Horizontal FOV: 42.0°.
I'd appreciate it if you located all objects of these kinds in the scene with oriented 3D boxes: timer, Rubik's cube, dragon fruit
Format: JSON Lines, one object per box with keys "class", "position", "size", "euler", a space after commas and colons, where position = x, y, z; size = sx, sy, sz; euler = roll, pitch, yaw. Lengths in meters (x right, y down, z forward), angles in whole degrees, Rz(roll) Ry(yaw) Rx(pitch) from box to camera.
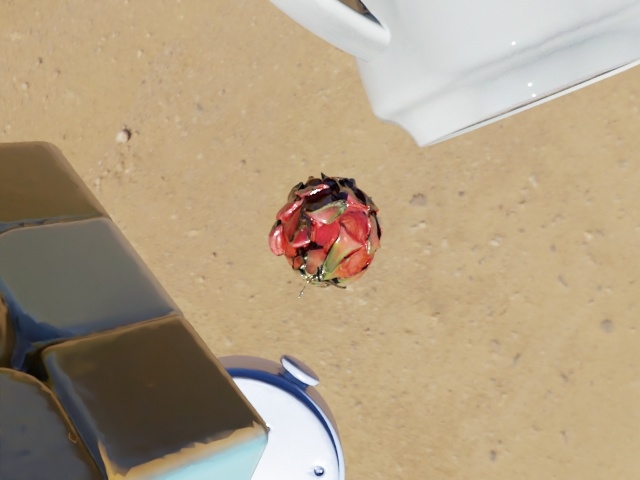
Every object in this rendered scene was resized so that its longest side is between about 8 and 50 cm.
{"class": "timer", "position": [-0.131, 0.375, 1.483], "size": [0.394, 0.173, 0.395], "euler": [0, 94, 0]}
{"class": "Rubik's cube", "position": [-0.298, 0.166, 0.571], "size": [0.344, 0.347, 0.347], "euler": [-8, 44, -42]}
{"class": "dragon fruit", "position": [0.000, 0.000, 1.643], "size": [0.234, 0.233, 0.293], "euler": [44, 47, -14]}

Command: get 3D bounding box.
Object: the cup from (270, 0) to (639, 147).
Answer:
{"class": "cup", "position": [0.070, -0.241, 0.596], "size": [0.322, 0.237, 0.327], "euler": [-21, 93, -24]}
